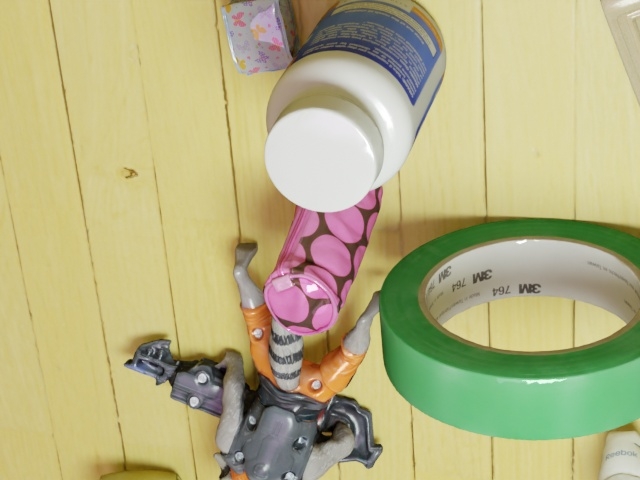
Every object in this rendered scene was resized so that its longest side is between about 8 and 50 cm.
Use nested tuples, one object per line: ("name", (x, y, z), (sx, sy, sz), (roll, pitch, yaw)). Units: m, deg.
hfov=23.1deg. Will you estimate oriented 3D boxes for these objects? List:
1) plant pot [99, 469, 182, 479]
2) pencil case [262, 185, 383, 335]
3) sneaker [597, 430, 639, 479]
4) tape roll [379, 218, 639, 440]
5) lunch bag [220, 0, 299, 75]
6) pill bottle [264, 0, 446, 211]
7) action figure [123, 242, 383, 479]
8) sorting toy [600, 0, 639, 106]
("plant pot", (-0.222, 0.356, 2.060), (0.095, 0.134, 0.134), (-21, 113, 0))
("pencil case", (0.000, 0.000, 1.724), (0.095, 0.209, 0.098), (-7, 133, 25))
("sneaker", (0.399, 0.340, 1.859), (0.111, 0.129, 0.297), (-7, 135, 19))
("tape roll", (0.223, 0.085, 1.635), (0.321, 0.321, 0.077), (4, 120, 15))
("lunch bag", (-0.063, -0.225, 1.707), (0.071, 0.053, 0.083), (-7, 107, 19))
("pill bottle", (0.032, -0.140, 1.594), (0.152, 0.272, 0.152), (8, 121, 13))
("action figure", (-0.086, 0.177, 1.879), (0.341, 0.178, 0.330), (14, 113, 7))
("sorting toy", (0.454, -0.211, 1.548), (0.307, 0.041, 0.229), (-18, 123, 16))
